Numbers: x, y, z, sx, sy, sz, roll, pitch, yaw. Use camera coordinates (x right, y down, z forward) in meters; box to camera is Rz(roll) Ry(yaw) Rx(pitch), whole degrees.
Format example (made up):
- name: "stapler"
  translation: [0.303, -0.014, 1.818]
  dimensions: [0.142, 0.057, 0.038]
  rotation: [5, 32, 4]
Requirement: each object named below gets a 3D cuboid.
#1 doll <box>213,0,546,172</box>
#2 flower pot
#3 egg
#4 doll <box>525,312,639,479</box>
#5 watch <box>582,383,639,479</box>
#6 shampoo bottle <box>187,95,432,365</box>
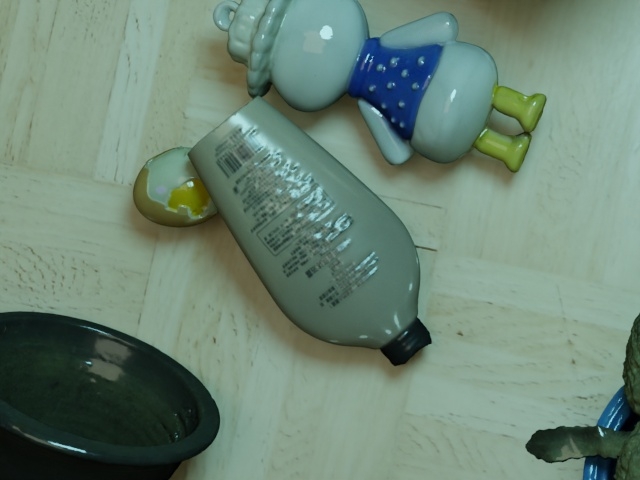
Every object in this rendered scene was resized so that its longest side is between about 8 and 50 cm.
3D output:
- name: "doll"
  translation: [0.044, -0.143, 1.520]
  dimensions: [0.293, 0.119, 0.138]
  rotation: [21, 111, 8]
- name: "flower pot"
  translation: [-0.215, 0.178, 1.506]
  dimensions: [0.235, 0.235, 0.148]
  rotation: [24, 110, 13]
- name: "egg"
  translation: [-0.125, -0.045, 1.562]
  dimensions: [0.083, 0.071, 0.071]
  rotation: [-14, 82, 14]
- name: "doll"
  translation: [0.249, 0.171, 1.266]
  dimensions: [0.091, 0.286, 0.202]
  rotation: [26, 129, -24]
- name: "watch"
  translation: [0.357, 0.207, 1.374]
  dimensions: [0.305, 0.241, 0.274]
  rotation: [-20, 67, -3]
- name: "shampoo bottle"
  translation: [0.000, 0.000, 1.513]
  dimensions: [0.127, 0.078, 0.257]
  rotation: [-39, 93, 2]
